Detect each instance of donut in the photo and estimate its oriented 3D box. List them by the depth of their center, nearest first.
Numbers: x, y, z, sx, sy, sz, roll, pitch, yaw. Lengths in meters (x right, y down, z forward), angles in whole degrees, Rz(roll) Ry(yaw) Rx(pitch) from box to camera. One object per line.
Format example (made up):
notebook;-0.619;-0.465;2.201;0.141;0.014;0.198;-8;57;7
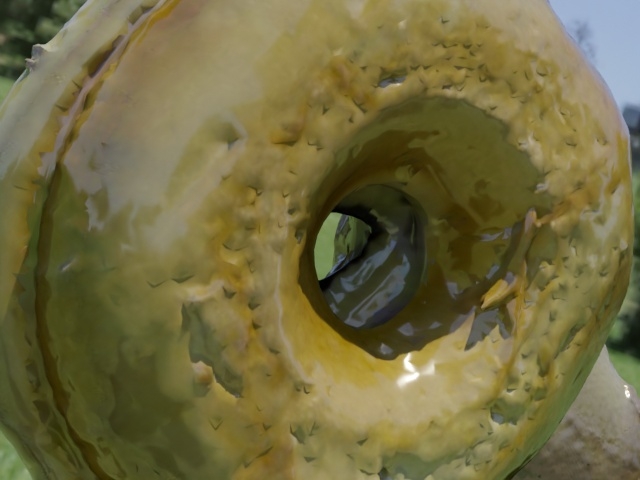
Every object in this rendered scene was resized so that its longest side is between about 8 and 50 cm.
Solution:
donut;0.000;0.000;0.826;0.449;0.448;0.198;18;-4;-34

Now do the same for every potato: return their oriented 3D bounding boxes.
potato;0.193;0.199;1.244;0.264;0.211;0.189;49;31;22
